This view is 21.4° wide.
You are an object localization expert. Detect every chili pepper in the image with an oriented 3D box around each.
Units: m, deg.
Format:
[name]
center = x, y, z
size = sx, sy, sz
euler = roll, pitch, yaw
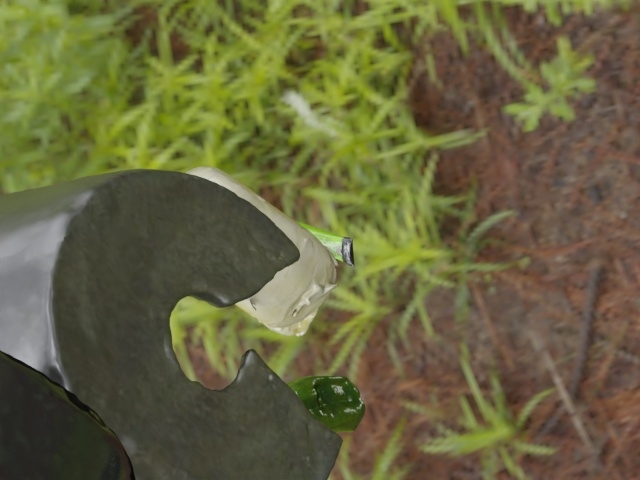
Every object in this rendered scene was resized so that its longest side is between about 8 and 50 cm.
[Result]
[chili pepper]
center = -0.029, 0.188, 1.851
size = 0.072, 0.204, 0.073
euler = 55, 128, 28

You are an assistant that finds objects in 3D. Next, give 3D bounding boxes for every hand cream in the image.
[hand cream]
center = 0.000, 0.000, 2.015
size = 0.122, 0.023, 0.036
euler = 22, 123, 49

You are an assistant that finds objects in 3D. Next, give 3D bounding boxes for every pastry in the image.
[pastry]
center = -0.062, 0.009, 1.376
size = 0.166, 0.166, 0.088
euler = 36, 88, 32

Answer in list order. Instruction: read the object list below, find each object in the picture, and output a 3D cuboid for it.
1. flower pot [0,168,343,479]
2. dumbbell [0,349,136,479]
[flower pot]
center = -0.153, 0.103, 1.040
size = 0.251, 0.379, 0.379
euler = -26, 83, 42
[dumbbell]
center = -0.215, 0.214, 0.732
size = 0.203, 0.322, 0.204
euler = 9, 143, 6
